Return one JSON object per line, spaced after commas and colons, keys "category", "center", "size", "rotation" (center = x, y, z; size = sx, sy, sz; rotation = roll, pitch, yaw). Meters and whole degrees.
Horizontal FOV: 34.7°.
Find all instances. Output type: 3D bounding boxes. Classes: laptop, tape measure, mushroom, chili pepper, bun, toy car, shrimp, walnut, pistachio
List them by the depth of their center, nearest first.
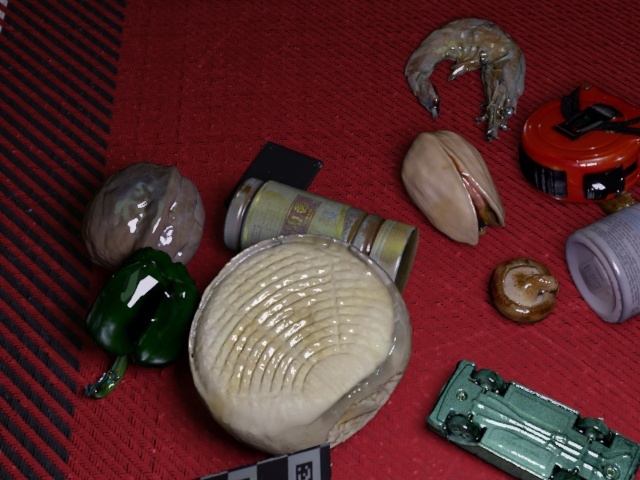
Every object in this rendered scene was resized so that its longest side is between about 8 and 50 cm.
{"category": "toy car", "center": [0.331, 0.316, 1.606], "size": [0.321, 0.097, 0.141], "rotation": [25, 60, 17]}
{"category": "bun", "center": [-0.027, 0.179, 1.654], "size": [0.364, 0.202, 0.364], "rotation": [-6, 58, 9]}
{"category": "chili pepper", "center": [-0.315, 0.144, 1.715], "size": [0.174, 0.261, 0.165], "rotation": [22, 22, -30]}
{"category": "mushroom", "center": [0.350, 0.085, 1.776], "size": [0.127, 0.087, 0.127], "rotation": [1, 53, -2]}
{"category": "walnut", "center": [-0.313, -0.029, 1.821], "size": [0.224, 0.224, 0.224], "rotation": [-1, 55, 2]}
{"category": "pistachio", "center": [0.246, -0.099, 1.874], "size": [0.157, 0.157, 0.229], "rotation": [-28, 70, -17]}
{"category": "tape measure", "center": [0.502, -0.176, 1.908], "size": [0.260, 0.114, 0.253], "rotation": [-30, 42, -19]}
{"category": "laptop", "center": [-0.089, -0.111, 1.977], "size": [0.129, 0.016, 0.180], "rotation": [22, 57, 16]}
{"category": "shrimp", "center": [0.299, -0.327, 2.083], "size": [0.247, 0.085, 0.360], "rotation": [-11, 51, 6]}

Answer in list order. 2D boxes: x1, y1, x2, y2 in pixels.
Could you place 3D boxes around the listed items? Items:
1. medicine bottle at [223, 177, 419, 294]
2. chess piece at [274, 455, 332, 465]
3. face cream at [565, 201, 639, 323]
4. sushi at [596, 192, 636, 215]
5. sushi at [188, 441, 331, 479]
{"category": "medicine bottle", "center": [0.000, 0.000, 1.811], "size": [0.322, 0.151, 0.151], "rotation": [18, 57, 15]}
{"category": "chess piece", "center": [-0.028, 0.356, 1.630], "size": [0.093, 0.042, 0.042], "rotation": [3, 55, -2]}
{"category": "face cream", "center": [0.527, 0.036, 1.749], "size": [0.153, 0.177, 0.177], "rotation": [-22, 57, -11]}
{"category": "sushi", "center": [0.554, -0.068, 1.893], "size": [0.060, 0.061, 0.118], "rotation": [-31, 57, -5]}
{"category": "sushi", "center": [-0.089, 0.484, 1.411], "size": [0.359, 0.064, 0.343], "rotation": [-24, 56, 37]}
